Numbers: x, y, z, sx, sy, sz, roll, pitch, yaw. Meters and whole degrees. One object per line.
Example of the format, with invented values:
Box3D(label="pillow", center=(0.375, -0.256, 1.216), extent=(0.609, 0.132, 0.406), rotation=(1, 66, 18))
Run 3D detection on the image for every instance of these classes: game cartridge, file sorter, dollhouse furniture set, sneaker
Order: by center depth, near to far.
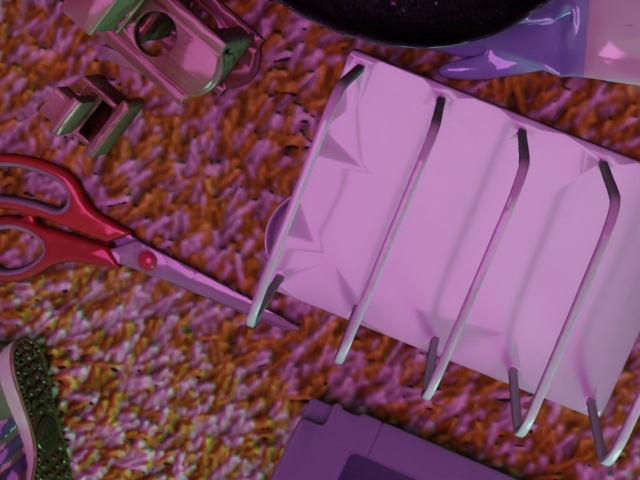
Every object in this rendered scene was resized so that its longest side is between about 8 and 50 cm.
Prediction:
Box3D(label="file sorter", center=(0.110, 0.013, 0.983), extent=(0.277, 0.173, 0.193), rotation=(22, 104, 1))
Box3D(label="dollhouse furniture set", center=(-0.141, -0.109, 1.034), extent=(0.101, 0.182, 0.161), rotation=(41, 106, 3))
Box3D(label="game cartridge", center=(0.088, 0.257, 1.052), extent=(0.297, 0.062, 0.198), rotation=(23, 62, 9))
Box3D(label="sneaker", center=(-0.266, 0.176, 1.184), extent=(0.086, 0.064, 0.192), rotation=(-5, 99, 22))

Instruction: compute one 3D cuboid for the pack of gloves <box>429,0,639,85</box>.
Box3D(label="pack of gloves", center=(0.178, -0.210, 1.020), extent=(0.232, 0.046, 0.195), rotation=(6, 101, 23))

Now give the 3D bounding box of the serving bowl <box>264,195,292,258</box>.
Box3D(label="serving bowl", center=(0.000, 0.000, 1.100), extent=(0.083, 0.027, 0.083), rotation=(3, 101, 14))

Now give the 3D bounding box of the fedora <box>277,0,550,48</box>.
Box3D(label="fedora", center=(0.060, -0.274, 0.872), extent=(0.334, 0.152, 0.334), rotation=(-2, 103, -8))

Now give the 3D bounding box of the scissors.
Box3D(label="scissors", center=(-0.154, 0.000, 1.141), extent=(0.297, 0.021, 0.109), rotation=(10, 101, 13))
